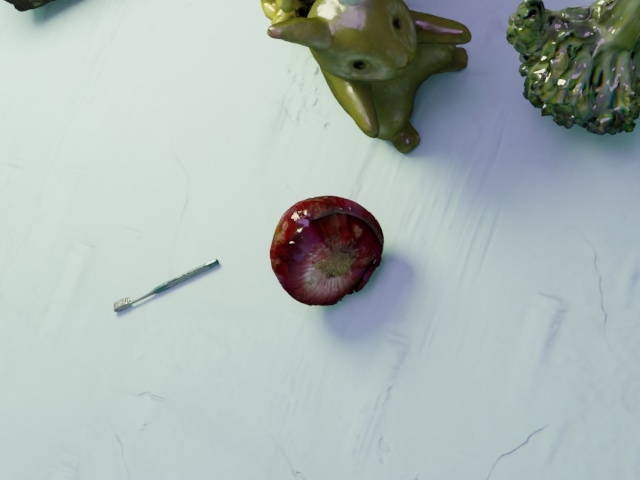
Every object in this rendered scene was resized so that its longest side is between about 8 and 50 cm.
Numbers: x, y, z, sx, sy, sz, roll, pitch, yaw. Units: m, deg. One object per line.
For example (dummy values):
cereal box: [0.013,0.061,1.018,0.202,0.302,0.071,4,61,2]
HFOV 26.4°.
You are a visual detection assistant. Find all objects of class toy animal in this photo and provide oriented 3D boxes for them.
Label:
toy animal: [0.065,-0.239,1.691,0.180,0.363,0.181,39,92,15]

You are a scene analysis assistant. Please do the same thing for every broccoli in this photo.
broccoli: [0.332,-0.269,1.643,0.199,0.177,0.274,18,119,7]

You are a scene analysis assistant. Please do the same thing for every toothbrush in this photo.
toothbrush: [-0.214,0.060,1.876,0.167,0.011,0.014,-25,57,13]

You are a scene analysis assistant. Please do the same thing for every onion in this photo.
onion: [0.000,0.000,1.760,0.150,0.150,0.140,-40,30,5]

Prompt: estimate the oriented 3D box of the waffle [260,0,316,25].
waffle: [-0.008,-0.462,1.796,0.095,0.379,0.382,15,84,0]

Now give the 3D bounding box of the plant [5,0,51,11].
plant: [-0.366,-0.481,2.054,0.321,0.181,0.194,-31,62,15]
